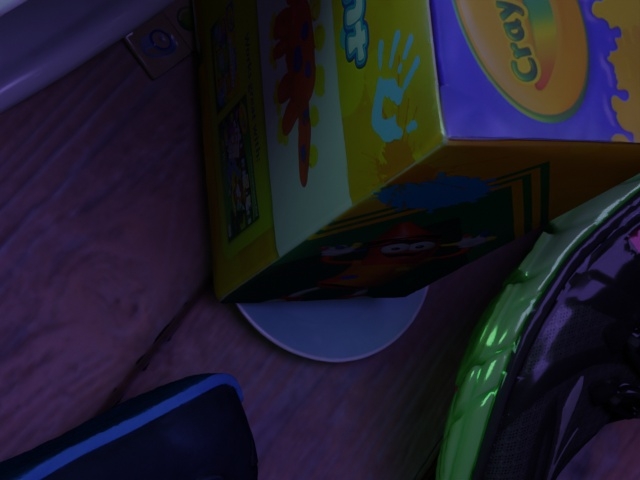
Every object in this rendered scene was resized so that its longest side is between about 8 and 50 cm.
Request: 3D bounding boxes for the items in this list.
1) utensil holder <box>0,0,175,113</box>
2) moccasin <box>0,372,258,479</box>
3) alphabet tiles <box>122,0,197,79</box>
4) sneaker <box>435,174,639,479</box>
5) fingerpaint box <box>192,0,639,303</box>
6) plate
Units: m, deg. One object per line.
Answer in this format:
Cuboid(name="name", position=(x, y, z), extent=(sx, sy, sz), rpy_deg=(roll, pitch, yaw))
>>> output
Cuboid(name="utensil holder", position=(-0.271, -0.270, 0.901), extent=(0.327, 0.327, 0.385), rpy_deg=(-34, 92, -31))
Cuboid(name="moccasin", position=(-0.167, 0.192, 0.949), extent=(0.342, 0.137, 0.117), rpy_deg=(-24, 95, -31))
Cuboid(name="alphabet tiles", position=(-0.128, -0.267, 1.157), extent=(0.198, 0.009, 0.237), rpy_deg=(-41, 99, -30))
Cuboid(name="sneaker", position=(0.256, 0.042, 1.118), extent=(0.202, 0.185, 0.483), rpy_deg=(38, 86, 14))
Cuboid(name="fingerpaint box", position=(0.045, -0.215, 1.002), extent=(0.163, 0.371, 0.445), rpy_deg=(0, 75, -22))
Cuboid(name="plate", position=(0.000, 0.000, 1.154), extent=(0.188, 0.024, 0.188), rpy_deg=(8, 73, -28))
